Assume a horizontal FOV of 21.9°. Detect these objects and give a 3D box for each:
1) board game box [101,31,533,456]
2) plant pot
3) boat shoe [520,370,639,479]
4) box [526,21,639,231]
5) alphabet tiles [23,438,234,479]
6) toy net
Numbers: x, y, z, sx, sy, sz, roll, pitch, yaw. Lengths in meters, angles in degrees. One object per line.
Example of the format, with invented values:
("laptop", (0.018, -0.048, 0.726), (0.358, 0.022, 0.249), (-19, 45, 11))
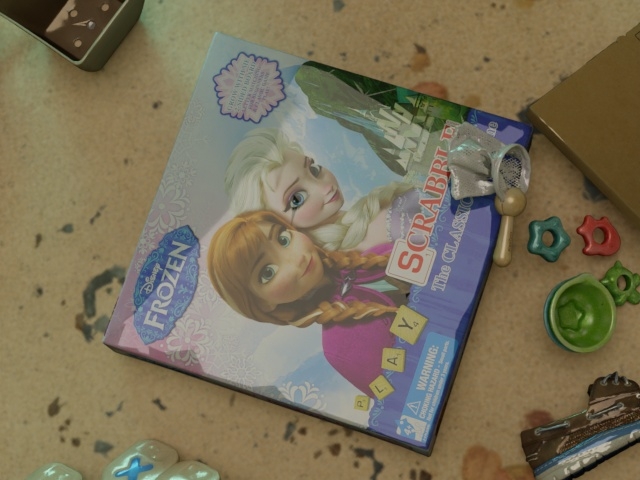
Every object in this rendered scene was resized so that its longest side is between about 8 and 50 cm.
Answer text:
("board game box", (0.000, 0.000, 1.535), (0.318, 0.066, 0.318), (17, 79, 9))
("plant pot", (-0.232, -0.224, 1.594), (0.109, 0.096, 0.109), (34, 83, 13))
("boat shoe", (0.263, 0.153, 1.474), (0.183, 0.066, 0.066), (-29, 75, -1))
("box", (0.312, -0.091, 1.519), (0.164, 0.021, 0.201), (-37, 76, -24))
("alphabet tiles", (-0.193, 0.281, 1.423), (0.284, 0.021, 0.278), (19, 45, 40))
("toy net", (0.204, -0.016, 1.482), (0.122, 0.045, 0.232), (-36, 98, -17))
